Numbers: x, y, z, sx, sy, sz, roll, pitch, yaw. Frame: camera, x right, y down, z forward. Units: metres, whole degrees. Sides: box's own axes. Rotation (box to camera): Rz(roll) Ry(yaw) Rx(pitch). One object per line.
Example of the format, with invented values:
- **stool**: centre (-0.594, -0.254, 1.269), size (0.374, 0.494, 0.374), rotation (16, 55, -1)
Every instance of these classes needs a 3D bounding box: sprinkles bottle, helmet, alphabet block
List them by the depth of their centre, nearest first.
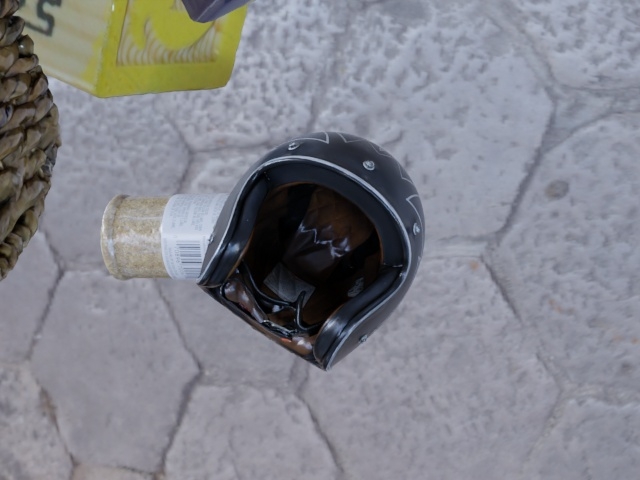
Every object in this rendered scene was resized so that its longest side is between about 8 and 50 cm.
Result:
- **helmet**: centre (0.000, 0.000, 0.739), size (0.169, 0.169, 0.161), rotation (28, 79, 31)
- **alphabet block**: centre (-0.185, -0.246, 0.839), size (0.197, 0.192, 0.193), rotation (25, 113, 22)
- **sprinkles bottle**: centre (-0.106, -0.006, 1.288), size (0.355, 0.121, 0.121), rotation (0, 94, 13)

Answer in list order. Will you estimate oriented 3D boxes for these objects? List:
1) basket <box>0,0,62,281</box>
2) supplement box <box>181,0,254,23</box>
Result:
- **basket**: centre (-0.266, -0.049, 0.418), size (0.223, 0.299, 0.213), rotation (-17, 106, 4)
- **supplement box**: centre (0.073, -0.265, 0.405), size (0.194, 0.356, 0.195), rotation (63, 166, -10)
